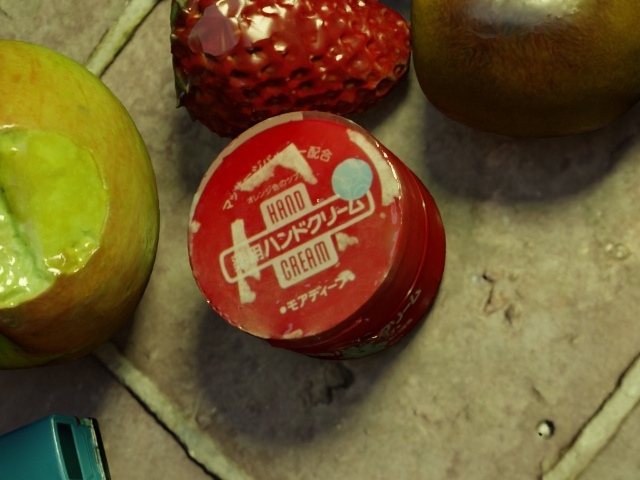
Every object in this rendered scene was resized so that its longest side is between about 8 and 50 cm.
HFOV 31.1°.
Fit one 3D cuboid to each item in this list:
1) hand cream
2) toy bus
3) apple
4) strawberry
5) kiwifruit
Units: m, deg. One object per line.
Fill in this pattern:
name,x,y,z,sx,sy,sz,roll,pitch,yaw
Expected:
hand cream,0.000,0.000,1.106,0.230,0.149,0.230,-5,76,21
toy bus,-0.319,0.248,1.184,0.185,0.106,0.090,-24,71,14
apple,-0.322,-0.036,1.142,0.340,0.339,0.339,-6,74,20
strawberry,-0.029,-0.197,1.173,0.244,0.205,0.205,3,76,0
kiwifruit,0.200,-0.191,1.057,0.234,0.196,0.196,3,77,22
